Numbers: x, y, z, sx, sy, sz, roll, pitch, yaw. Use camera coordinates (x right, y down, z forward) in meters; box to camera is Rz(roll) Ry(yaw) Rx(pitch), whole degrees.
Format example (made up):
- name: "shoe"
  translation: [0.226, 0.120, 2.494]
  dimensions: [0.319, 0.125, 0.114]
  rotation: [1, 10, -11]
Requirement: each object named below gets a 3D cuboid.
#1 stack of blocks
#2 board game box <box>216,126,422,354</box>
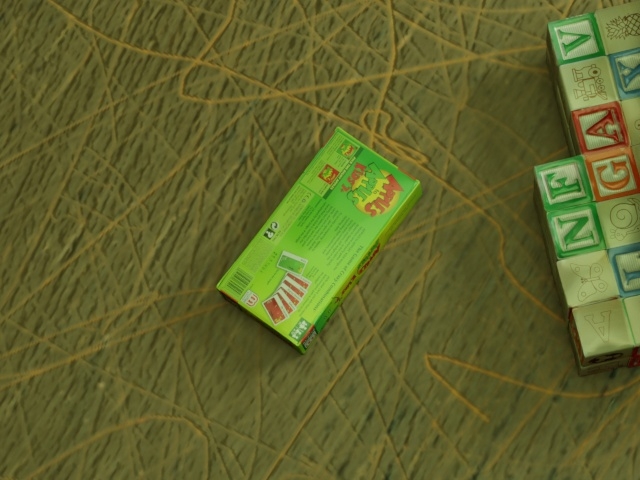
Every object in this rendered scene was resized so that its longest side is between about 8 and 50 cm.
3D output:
- name: "stack of blocks"
  translation: [0.271, -0.049, 1.487]
  dimensions: [0.171, 0.087, 0.297]
  rotation: [-13, 74, 3]
- name: "board game box"
  translation: [0.000, 0.000, 1.527]
  dimensions: [0.092, 0.043, 0.181]
  rotation: [35, 81, 13]
